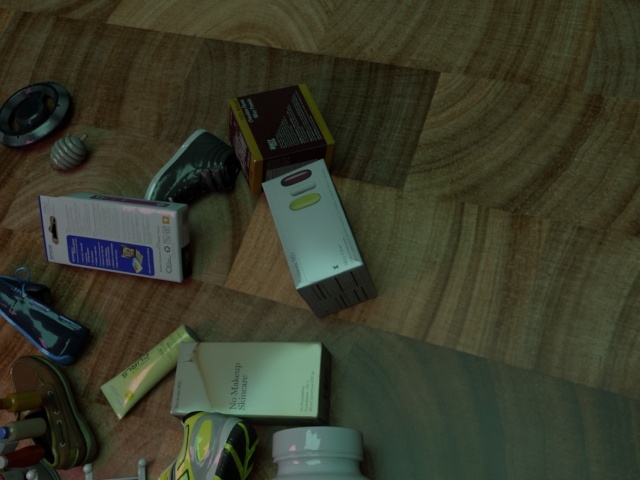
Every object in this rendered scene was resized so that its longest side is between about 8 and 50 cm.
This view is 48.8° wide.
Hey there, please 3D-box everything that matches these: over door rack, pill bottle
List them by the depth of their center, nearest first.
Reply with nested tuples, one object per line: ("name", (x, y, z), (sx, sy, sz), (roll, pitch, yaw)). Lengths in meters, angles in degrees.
("pill bottle", (-0.001, 0.552, 1.255), (0.229, 0.229, 0.407), (-6, 66, 11))
("over door rack", (-0.450, 0.595, 1.367), (0.239, 0.108, 0.324), (-1, 64, -15))

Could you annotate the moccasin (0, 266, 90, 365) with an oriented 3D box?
("moccasin", (-0.679, 0.155, 1.666), (0.342, 0.138, 0.117), (38, 75, 10))

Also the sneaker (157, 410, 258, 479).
("sneaker", (-0.245, 0.516, 1.370), (0.147, 0.145, 0.384), (18, 84, 29))

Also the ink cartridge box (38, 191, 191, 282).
("ink cartridge box", (-0.483, -0.014, 1.660), (0.371, 0.069, 0.176), (7, 111, 14))

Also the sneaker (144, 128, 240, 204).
("sneaker", (-0.304, -0.133, 1.697), (0.147, 0.104, 0.296), (22, 69, 27))

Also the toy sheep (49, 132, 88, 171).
("toy sheep", (-0.656, -0.232, 1.839), (0.132, 0.091, 0.091), (-45, 63, 12))

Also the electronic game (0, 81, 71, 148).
("electronic game", (-0.794, -0.348, 1.942), (0.229, 0.048, 0.229), (-7, 57, 12))

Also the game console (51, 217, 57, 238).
("game console", (-0.605, -0.044, 1.785), (0.122, 0.071, 0.107), (19, 102, 21))

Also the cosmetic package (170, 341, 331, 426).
("cosmetic package", (-0.139, 0.298, 1.467), (0.309, 0.113, 0.160), (-3, 66, 11))

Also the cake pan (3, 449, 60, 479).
("cake pan", (-0.690, 0.594, 1.502), (0.293, 0.054, 0.293), (-5, 66, 12))

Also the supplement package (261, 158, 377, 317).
("supplement package", (0.000, 0.000, 1.511), (0.145, 0.204, 0.262), (-22, 64, 4))

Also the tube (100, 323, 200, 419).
("tube", (-0.375, 0.284, 1.561), (0.240, 0.062, 0.070), (-40, 23, 0))

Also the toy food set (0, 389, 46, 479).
("toy food set", (-0.643, 0.425, 1.432), (0.111, 0.104, 0.232), (37, 101, 25))

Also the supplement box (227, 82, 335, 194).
("supplement box", (-0.097, -0.239, 1.649), (0.194, 0.129, 0.191), (-16, 62, -17))

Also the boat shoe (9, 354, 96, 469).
("boat shoe", (-0.606, 0.364, 1.538), (0.307, 0.104, 0.111), (42, 106, 27))
